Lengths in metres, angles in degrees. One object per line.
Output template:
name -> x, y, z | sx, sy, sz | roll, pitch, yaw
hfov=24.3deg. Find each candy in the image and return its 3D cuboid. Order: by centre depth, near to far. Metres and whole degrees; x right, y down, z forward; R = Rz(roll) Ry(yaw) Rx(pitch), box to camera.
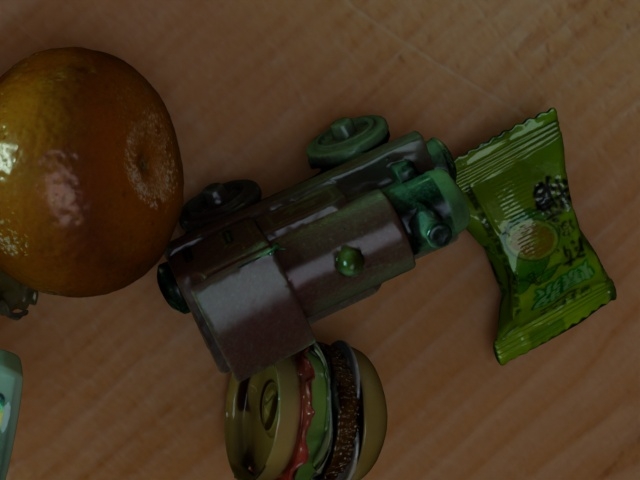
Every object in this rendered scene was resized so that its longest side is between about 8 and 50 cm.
candy -> 0.210, 0.002, 1.501 | 0.149, 0.069, 0.246 | -28, 113, -7

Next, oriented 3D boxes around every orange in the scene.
orange -> -0.219, -0.058, 1.291 | 0.170, 0.224, 0.224 | -11, 113, 22

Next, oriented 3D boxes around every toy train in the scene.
toy train -> 0.000, 0.000, 1.362 | 0.304, 0.221, 0.150 | -26, 112, -5

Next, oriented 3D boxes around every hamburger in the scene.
hamburger -> -0.008, 0.167, 1.448 | 0.137, 0.175, 0.175 | 4, 106, -23

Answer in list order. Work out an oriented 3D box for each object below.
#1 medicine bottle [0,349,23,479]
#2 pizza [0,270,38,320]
medicine bottle -> -0.361, 0.137, 1.189 | 0.229, 0.083, 0.121 | 9, 107, -18
pizza -> -0.344, -0.036, 1.309 | 0.071, 0.189, 0.297 | -12, 148, 29
